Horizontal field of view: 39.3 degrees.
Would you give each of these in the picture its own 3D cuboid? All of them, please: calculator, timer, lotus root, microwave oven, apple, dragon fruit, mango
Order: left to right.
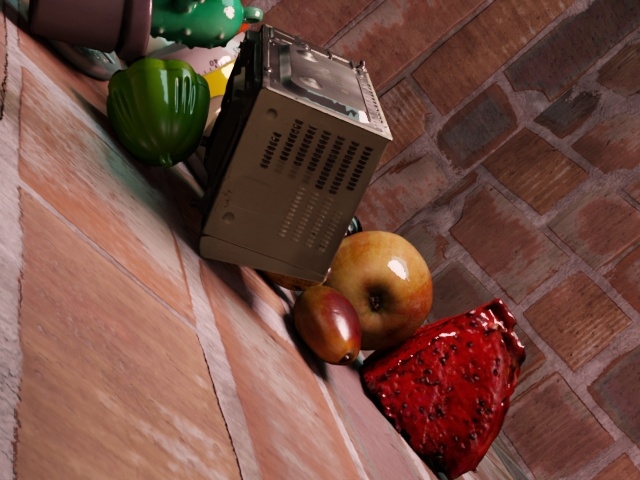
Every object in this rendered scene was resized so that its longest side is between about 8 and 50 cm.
[{"bbox_3d":[-0.464,-0.381,1.717,0.184,0.042,0.295,50,9,-2],"label":"calculator"},{"bbox_3d":[-0.267,-0.188,1.503,0.186,0.186,0.186,49,6,-7],"label":"lotus root"},{"bbox_3d":[-0.249,-0.334,2.055,0.285,0.285,0.285,49,6,-7],"label":"timer"},{"bbox_3d":[-0.095,0.015,1.725,0.258,0.097,0.110,39,-19,-2],"label":"lotus root"},{"bbox_3d":[-0.070,-0.157,1.540,0.247,0.333,0.394,18,24,-13],"label":"microwave oven"},{"bbox_3d":[0.008,0.143,1.618,0.133,0.111,0.267,37,4,-15],"label":"mango"},{"bbox_3d":[0.106,0.109,1.828,0.257,0.257,0.234,48,8,-14],"label":"apple"},{"bbox_3d":[0.285,0.278,1.839,0.286,0.329,0.228,49,0,0],"label":"dragon fruit"}]

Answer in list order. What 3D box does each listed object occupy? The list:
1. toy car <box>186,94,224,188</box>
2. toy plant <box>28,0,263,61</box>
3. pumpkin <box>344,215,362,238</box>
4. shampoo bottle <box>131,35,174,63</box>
[{"bbox_3d":[-0.099,-0.219,1.913,0.336,0.226,0.242,-14,61,-42],"label":"toy car"},{"bbox_3d":[-0.293,-0.409,1.562,0.400,0.279,0.185,4,56,-24],"label":"toy plant"},{"bbox_3d":[0.000,0.000,1.999,0.202,0.202,0.140,10,58,-81],"label":"pumpkin"},{"bbox_3d":[-0.358,-0.428,2.241,0.349,0.151,0.222,49,4,-20],"label":"shampoo bottle"}]
